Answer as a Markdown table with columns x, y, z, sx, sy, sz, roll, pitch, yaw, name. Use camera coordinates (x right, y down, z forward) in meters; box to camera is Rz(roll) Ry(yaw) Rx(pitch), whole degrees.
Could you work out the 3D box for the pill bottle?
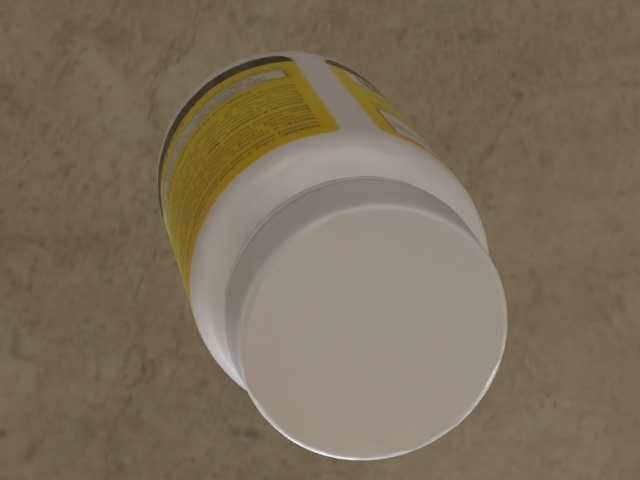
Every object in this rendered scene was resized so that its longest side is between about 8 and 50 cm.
| x | y | z | sx | sy | sz | roll | pitch | yaw | name |
| --- | --- | --- | --- | --- | --- | --- | --- | --- | --- |
| 0.000 | 0.000 | 0.667 | 0.119 | 0.208 | 0.119 | -3 | 109 | -10 | pill bottle |
